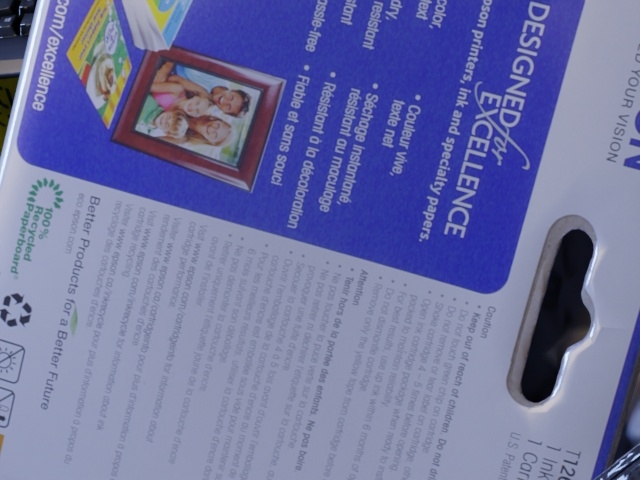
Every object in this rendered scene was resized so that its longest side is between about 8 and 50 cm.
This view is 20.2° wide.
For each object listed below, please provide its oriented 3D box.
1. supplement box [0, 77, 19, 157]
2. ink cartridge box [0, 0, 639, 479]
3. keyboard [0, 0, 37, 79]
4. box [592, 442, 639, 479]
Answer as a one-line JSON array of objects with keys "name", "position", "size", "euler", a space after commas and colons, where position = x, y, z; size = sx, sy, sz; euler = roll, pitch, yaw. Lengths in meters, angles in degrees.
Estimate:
[{"name": "supplement box", "position": [-0.267, -0.078, 1.018], "size": [0.195, 0.194, 0.356], "euler": [-38, 61, 26]}, {"name": "ink cartridge box", "position": [0.000, 0.000, 0.821], "size": [0.307, 0.072, 0.304], "euler": [16, 96, 9]}, {"name": "keyboard", "position": [-0.043, -0.169, 0.925], "size": [0.317, 0.033, 0.201], "euler": [-5, 46, 14]}, {"name": "box", "position": [0.245, 0.141, 0.645], "size": [0.216, 0.060, 0.270], "euler": [-41, 53, 20]}]
